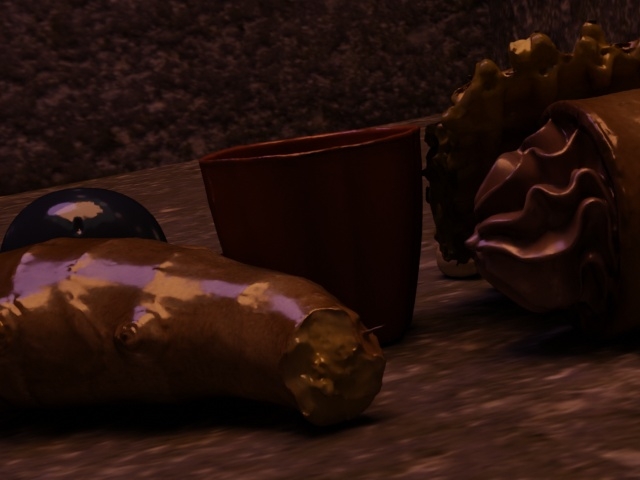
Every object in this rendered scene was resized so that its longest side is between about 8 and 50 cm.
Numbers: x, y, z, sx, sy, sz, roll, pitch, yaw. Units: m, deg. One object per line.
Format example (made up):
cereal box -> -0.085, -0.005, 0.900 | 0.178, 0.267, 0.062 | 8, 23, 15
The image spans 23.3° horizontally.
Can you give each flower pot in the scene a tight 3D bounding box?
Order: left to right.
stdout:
flower pot -> 0.000, 0.000, 1.295 | 0.191, 0.173, 0.190 | -6, 7, 1

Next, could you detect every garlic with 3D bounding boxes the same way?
garlic -> 0.142, 0.015, 1.538 | 0.053, 0.041, 0.083 | 0, 3, 19

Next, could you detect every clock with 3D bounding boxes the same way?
clock -> -0.220, 0.025, 1.459 | 0.200, 0.146, 0.243 | -4, 0, -4

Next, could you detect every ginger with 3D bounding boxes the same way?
ginger -> -0.110, 0.079, 1.161 | 0.376, 0.166, 0.236 | 15, -5, 20

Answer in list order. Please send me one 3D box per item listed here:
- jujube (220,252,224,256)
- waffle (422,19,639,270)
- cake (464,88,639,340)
jujube -> -0.081, 0.052, 1.384 | 0.077, 0.077, 0.129 | -3, 20, 28
waffle -> 0.210, -0.065, 1.333 | 0.307, 0.060, 0.312 | 8, -42, -30
cake -> 0.201, -0.013, 1.169 | 0.178, 0.185, 0.208 | -15, 29, -21
